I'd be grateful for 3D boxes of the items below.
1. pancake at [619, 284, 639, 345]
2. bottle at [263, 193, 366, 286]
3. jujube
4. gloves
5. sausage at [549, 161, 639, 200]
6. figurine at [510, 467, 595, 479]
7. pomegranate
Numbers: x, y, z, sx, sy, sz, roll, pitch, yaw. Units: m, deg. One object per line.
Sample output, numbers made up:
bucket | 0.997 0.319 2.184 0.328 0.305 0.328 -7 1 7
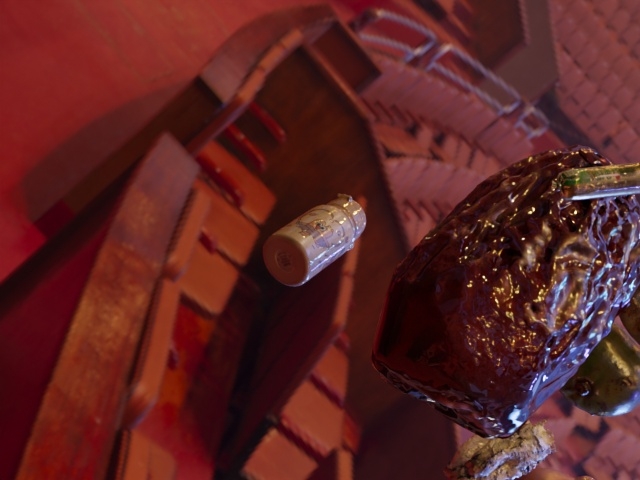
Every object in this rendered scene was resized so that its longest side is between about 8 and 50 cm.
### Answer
pancake | 0.526 0.069 1.468 0.254 0.253 0.037 51 21 -2
bottle | 0.000 0.000 1.829 0.209 0.097 0.110 -34 129 -48
jujube | 0.228 0.060 1.241 0.258 0.376 0.258 46 -16 17
gloves | 0.244 0.301 1.479 0.114 0.153 0.070 157 -87 -82
sausage | 0.347 -0.067 1.091 0.269 0.033 0.033 -7 48 -21
figurine | 0.395 0.479 1.882 0.173 0.173 0.173 46 17 -18
pomegranate | 0.402 0.190 1.578 0.152 0.131 0.191 48 -7 10
